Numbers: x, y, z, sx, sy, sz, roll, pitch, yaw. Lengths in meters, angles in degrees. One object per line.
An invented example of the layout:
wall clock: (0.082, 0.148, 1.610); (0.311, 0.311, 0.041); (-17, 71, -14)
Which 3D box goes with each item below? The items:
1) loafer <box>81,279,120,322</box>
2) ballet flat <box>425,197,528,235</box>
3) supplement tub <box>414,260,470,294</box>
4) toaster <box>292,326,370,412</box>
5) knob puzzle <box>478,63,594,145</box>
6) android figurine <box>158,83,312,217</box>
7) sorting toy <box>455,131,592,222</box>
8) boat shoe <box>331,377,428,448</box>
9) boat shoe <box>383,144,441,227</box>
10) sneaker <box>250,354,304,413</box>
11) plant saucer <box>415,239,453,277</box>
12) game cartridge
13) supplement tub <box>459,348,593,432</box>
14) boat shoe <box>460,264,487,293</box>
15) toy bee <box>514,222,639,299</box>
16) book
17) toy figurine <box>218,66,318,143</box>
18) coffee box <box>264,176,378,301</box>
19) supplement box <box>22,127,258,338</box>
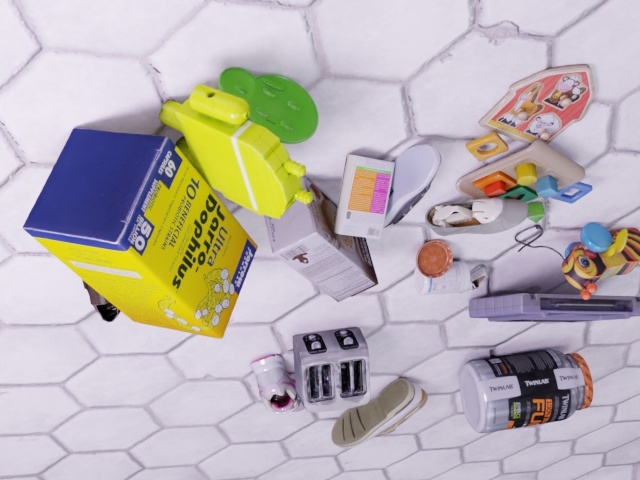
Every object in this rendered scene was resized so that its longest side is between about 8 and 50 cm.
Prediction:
loafer: (-0.413, 0.084, 1.798); (0.080, 0.078, 0.220); (-11, 146, -4)
ballet flat: (0.297, -0.049, 1.819); (0.213, 0.072, 0.068); (-9, 150, 40)
supplement tub: (0.264, 0.081, 2.043); (0.107, 0.071, 0.071); (-3, 144, -17)
toaster: (0.023, 0.306, 2.179); (0.168, 0.110, 0.186); (-6, 108, -10)
knob puzzle: (0.409, -0.240, 1.672); (0.213, 0.030, 0.213); (-9, 145, -6)
android figurine: (-0.129, -0.130, 1.459); (0.056, 0.273, 0.248); (-50, 147, -26)
sorting toy: (0.389, -0.109, 1.815); (0.347, 0.047, 0.196); (22, 142, -41)
boat shoe: (0.162, 0.486, 2.548); (0.302, 0.113, 0.103); (-37, 134, 29)
boat shoe: (0.166, -0.098, 1.754); (0.076, 0.080, 0.228); (-8, 147, -40)
sneaker: (-0.096, 0.381, 2.306); (0.103, 0.111, 0.252); (-22, 145, 12)
plant saucer: (0.241, 0.039, 1.987); (0.083, 0.013, 0.083); (-4, 105, -16)
game cartridge: (0.552, 0.160, 2.185); (0.355, 0.068, 0.230); (3, 168, -22)
supplement tub: (0.544, 0.394, 2.481); (0.316, 0.193, 0.193); (-8, 145, -10)
boat shoe: (0.345, 0.097, 2.124); (0.035, 0.035, 0.100); (11, 138, -32)
toy bee: (0.587, 0.057, 2.045); (0.298, 0.162, 0.195); (-13, 148, -2)
book: (0.082, -0.078, 1.703); (0.096, 0.035, 0.144); (8, 96, -33)
toy figurine: (-0.114, -0.181, 1.516); (0.173, 0.130, 0.159); (26, 143, -15)
coffee box: (0.000, 0.000, 1.772); (0.098, 0.141, 0.246); (-27, 145, 18)
supplement box: (-0.283, -0.004, 1.559); (0.195, 0.194, 0.356); (8, 155, 26)
